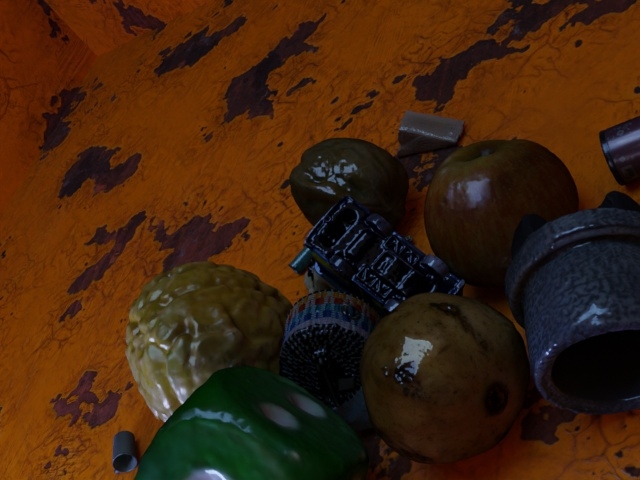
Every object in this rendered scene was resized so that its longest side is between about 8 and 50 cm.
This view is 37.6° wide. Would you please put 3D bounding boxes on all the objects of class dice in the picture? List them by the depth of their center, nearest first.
[{"bbox_3d":[-0.112,0.395,1.530,0.287,0.300,0.297,29,98,20],"label":"dice"}]

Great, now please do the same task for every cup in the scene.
[{"bbox_3d":[-0.435,0.476,2.094,0.054,0.075,0.083,-5,30,-10],"label":"cup"}]

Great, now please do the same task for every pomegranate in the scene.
[{"bbox_3d":[0.200,0.220,1.518,0.281,0.281,0.281,-27,36,22],"label":"pomegranate"}]

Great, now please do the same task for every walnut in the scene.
[{"bbox_3d":[0.058,-0.113,2.061,0.283,0.283,0.227,32,105,56],"label":"walnut"}]

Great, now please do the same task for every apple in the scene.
[{"bbox_3d":[0.323,-0.067,1.735,0.277,0.250,0.309,-26,34,24],"label":"apple"}]

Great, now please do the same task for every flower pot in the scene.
[{"bbox_3d":[0.439,0.092,1.437,0.299,0.299,0.283,-26,42,23],"label":"flower pot"}]

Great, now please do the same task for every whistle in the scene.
[{"bbox_3d":[0.000,0.000,2.183,0.186,0.039,0.039,-48,34,-9],"label":"whistle"}]

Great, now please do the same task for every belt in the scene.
[{"bbox_3d":[0.035,0.221,1.703,0.207,0.257,0.150,-13,29,15],"label":"belt"}]

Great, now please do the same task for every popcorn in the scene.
[{"bbox_3d":[-0.199,0.219,1.860,0.344,0.390,0.354,-30,0,-9],"label":"popcorn"}]

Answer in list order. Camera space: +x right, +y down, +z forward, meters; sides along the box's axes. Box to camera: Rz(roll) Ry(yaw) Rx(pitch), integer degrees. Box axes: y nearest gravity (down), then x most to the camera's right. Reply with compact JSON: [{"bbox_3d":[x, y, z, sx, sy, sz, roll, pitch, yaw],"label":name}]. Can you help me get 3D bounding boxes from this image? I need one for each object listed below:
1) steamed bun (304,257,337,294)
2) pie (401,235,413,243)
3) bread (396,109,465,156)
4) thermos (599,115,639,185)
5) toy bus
[{"bbox_3d":[0.037,0.083,1.962,0.155,0.172,0.141,-32,24,48],"label":"steamed bun"},{"bbox_3d":[0.140,0.025,2.015,0.170,0.034,0.092,-19,30,44],"label":"pie"},{"bbox_3d":[0.257,-0.238,2.201,0.152,0.105,0.077,16,58,16],"label":"bread"},{"bbox_3d":[0.669,-0.196,1.647,0.330,0.109,0.136,-22,38,28],"label":"thermos"},{"bbox_3d":[0.121,0.063,1.755,0.287,0.175,0.138,38,79,19],"label":"toy bus"}]
